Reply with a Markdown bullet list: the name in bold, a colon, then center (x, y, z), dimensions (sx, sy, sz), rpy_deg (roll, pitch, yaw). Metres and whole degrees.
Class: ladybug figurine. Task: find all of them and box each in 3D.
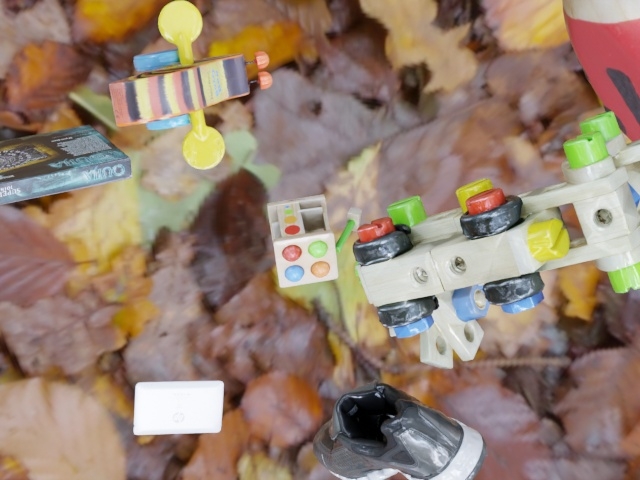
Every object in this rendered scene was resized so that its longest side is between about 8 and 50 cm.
- **ladybug figurine**: center (0.420, -0.208, 1.657), dimensions (0.162, 0.305, 0.449), rpy_deg (-44, 117, -10)

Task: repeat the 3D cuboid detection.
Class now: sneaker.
- **sneaker**: center (0.044, 0.166, 1.268), dimensions (0.106, 0.234, 0.078), rpy_deg (39, 69, -21)

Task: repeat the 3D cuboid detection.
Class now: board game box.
- **board game box**: center (-0.307, -0.077, 1.499), dimensions (0.186, 0.126, 0.026), rpy_deg (-13, 117, -25)

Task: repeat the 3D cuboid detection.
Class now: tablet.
- **tablet**: center (-0.134, 0.158, 1.344), dimensions (0.083, 0.006, 0.054), rpy_deg (0, 109, -14)

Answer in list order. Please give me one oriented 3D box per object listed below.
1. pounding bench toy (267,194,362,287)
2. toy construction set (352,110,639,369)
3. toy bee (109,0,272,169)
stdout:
- **pounding bench toy**: center (0.000, 0.000, 1.250), dimensions (0.083, 0.065, 0.052), rpy_deg (-9, 128, -3)
- **toy construction set**: center (0.152, -0.001, 1.137), dimensions (0.328, 0.215, 0.151), rpy_deg (-33, 89, 39)
- **toy bee**: center (-0.149, -0.208, 1.772), dimensions (0.162, 0.298, 0.195), rpy_deg (-9, 122, 11)
